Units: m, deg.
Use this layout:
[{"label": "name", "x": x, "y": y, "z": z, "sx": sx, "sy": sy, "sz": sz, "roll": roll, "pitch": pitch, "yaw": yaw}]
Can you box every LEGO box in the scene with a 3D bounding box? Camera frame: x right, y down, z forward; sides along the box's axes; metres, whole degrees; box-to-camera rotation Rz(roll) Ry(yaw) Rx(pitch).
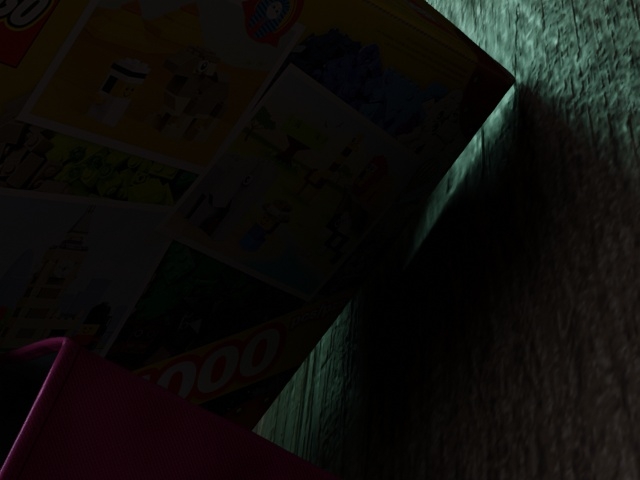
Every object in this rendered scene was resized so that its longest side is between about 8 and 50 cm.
[{"label": "LEGO box", "x": -0.154, "y": -0.075, "z": 0.961, "sx": 0.193, "sy": 0.500, "sz": 0.372, "roll": 46, "pitch": 107, "yaw": 33}]

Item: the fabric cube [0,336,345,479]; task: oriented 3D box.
[{"label": "fabric cube", "x": -0.104, "y": 0.225, "z": 0.782, "sx": 0.259, "sy": 0.258, "sz": 0.254, "roll": -66, "pitch": 17, "yaw": -16}]
